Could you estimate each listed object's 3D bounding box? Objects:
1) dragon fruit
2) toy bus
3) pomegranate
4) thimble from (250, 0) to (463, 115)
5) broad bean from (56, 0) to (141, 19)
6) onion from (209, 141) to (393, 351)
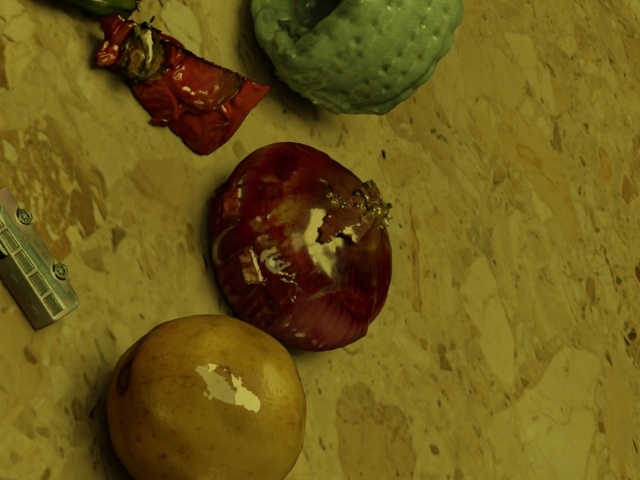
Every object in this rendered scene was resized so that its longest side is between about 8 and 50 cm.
[{"bbox_3d":[-0.144,-0.189,1.875,0.192,0.092,0.122,33,46,-34],"label":"dragon fruit"},{"bbox_3d":[-0.272,0.017,1.641,0.130,0.037,0.052,58,41,-8],"label":"toy bus"},{"bbox_3d":[-0.095,0.155,1.645,0.196,0.196,0.196,28,48,-37],"label":"pomegranate"},{"bbox_3d":[0.042,-0.265,2.046,0.172,0.205,0.250,37,76,-40],"label":"thimble"},{"bbox_3d":[-0.260,-0.261,1.825,0.227,0.039,0.069,15,28,-49],"label":"broad bean"},{"bbox_3d":[0.000,0.000,1.876,0.230,0.163,0.230,20,62,-44],"label":"onion"}]
